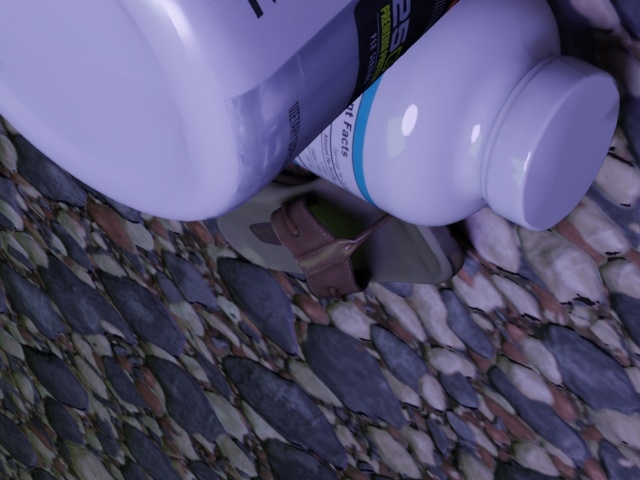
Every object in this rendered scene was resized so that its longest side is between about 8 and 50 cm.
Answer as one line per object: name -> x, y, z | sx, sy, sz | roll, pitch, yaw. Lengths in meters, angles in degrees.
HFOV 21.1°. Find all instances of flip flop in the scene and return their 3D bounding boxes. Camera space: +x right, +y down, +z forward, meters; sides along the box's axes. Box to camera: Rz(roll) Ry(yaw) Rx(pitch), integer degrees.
flip flop -> 0.000, 0.000, 1.209 | 0.277, 0.080, 0.112 | 0, 129, 55

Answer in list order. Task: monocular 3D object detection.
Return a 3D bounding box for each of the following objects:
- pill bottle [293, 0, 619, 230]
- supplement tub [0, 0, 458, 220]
pill bottle -> 0.030, -0.101, 0.953 | 0.264, 0.146, 0.146 | 29, 149, 28
supplement tub -> -0.004, -0.172, 0.713 | 0.194, 0.316, 0.193 | 34, 152, 21
